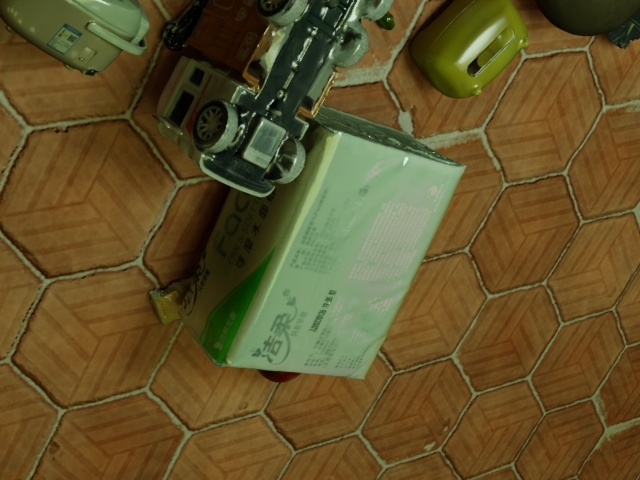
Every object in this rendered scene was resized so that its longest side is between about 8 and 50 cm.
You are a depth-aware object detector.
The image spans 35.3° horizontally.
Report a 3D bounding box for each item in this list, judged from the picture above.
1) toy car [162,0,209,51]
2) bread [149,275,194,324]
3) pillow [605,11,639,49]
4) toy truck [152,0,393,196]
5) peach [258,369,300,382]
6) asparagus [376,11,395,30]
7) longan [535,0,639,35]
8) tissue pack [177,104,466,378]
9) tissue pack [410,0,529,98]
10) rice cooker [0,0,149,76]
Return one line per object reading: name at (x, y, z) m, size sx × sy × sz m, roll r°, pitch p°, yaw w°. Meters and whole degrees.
toy car at (-0.187, -0.307, 1.428) m, size 0.093 × 0.025 × 0.041 m, roll -44°, pitch 134°, yaw -9°
bread at (-0.234, 0.100, 1.649) m, size 0.083 × 0.035 × 0.070 m, roll -23°, pitch 128°, yaw -10°
pillow at (0.607, -0.491, 1.766) m, size 0.161 × 0.092 × 0.335 m, roll 25°, pitch 104°, yaw -43°
toy truck at (-0.075, -0.271, 1.385) m, size 0.173 × 0.207 × 0.388 m, roll 24°, pitch 96°, yaw -49°
peach at (-0.074, 0.201, 1.772) m, size 0.100 × 0.101 × 0.101 m, roll -16°, pitch 125°, yaw -23°
asparagus at (0.082, -0.368, 1.562) m, size 0.025 × 0.021 × 0.108 m, roll -48°, pitch 131°, yaw -3°
longan at (0.447, -0.434, 1.638) m, size 0.220 × 0.196 × 0.197 m, roll -29°, pitch 130°, yaw -22°
tissue pack at (0.000, 0.000, 1.608) m, size 0.331 × 0.205 × 0.405 m, roll 12°, pitch 110°, yaw -41°
tissue pack at (0.245, -0.319, 1.626) m, size 0.178 × 0.127 × 0.123 m, roll -45°, pitch 129°, yaw -1°
rice cooker at (-0.318, -0.297, 1.279) m, size 0.127 × 0.145 × 0.206 m, roll -43°, pitch 136°, yaw 15°
